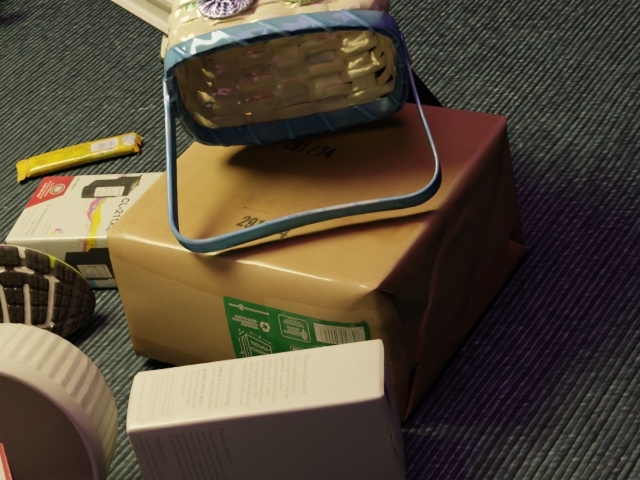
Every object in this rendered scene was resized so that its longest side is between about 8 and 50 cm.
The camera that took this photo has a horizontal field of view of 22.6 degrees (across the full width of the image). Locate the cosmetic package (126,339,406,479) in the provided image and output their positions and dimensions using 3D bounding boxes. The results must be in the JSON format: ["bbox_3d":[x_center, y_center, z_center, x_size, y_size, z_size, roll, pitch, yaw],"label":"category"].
[{"bbox_3d":[-0.046,0.168,1.423,0.231,0.117,0.085,-8,36,6],"label":"cosmetic package"}]

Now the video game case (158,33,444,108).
[{"bbox_3d":[-0.010,-0.168,1.781,0.248,0.275,0.035,1,76,21],"label":"video game case"}]

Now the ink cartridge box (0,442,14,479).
[{"bbox_3d":[-0.269,0.265,1.337,0.063,0.150,0.109,-17,35,-12],"label":"ink cartridge box"}]

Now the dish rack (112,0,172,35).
[{"bbox_3d":[-0.139,-0.397,2.291,0.285,0.072,0.333,-30,37,-21],"label":"dish rack"}]

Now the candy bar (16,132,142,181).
[{"bbox_3d":[-0.299,-0.104,1.978,0.161,0.018,0.040,-13,38,0],"label":"candy bar"}]

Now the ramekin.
[{"bbox_3d":[-0.279,0.172,1.431,0.207,0.207,0.109,-4,25,14],"label":"ramekin"}]

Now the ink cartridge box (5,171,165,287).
[{"bbox_3d":[-0.240,-0.012,1.781,0.175,0.072,0.127,-2,36,17],"label":"ink cartridge box"}]

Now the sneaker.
[{"bbox_3d":[-0.387,0.053,1.709,0.299,0.111,0.121,5,2,1],"label":"sneaker"}]

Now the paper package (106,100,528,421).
[{"bbox_3d":[0.000,0.000,1.599,0.324,0.168,0.309,11,42,30],"label":"paper package"}]

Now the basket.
[{"bbox_3d":[-0.035,-0.141,1.513,0.254,0.201,0.289,-13,69,3],"label":"basket"}]
